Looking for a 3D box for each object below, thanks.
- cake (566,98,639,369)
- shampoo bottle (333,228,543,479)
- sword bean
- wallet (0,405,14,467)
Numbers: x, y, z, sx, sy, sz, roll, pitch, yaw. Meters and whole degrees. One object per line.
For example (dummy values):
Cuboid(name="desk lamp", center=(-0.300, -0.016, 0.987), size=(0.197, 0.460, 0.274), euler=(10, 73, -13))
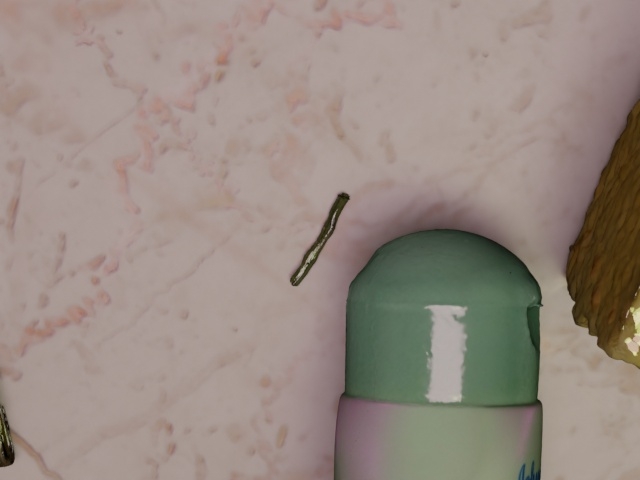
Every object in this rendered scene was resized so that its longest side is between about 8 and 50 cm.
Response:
Cuboid(name="cake", center=(0.345, 0.008, 0.935), size=(0.286, 0.222, 0.228), euler=(21, 102, -3))
Cuboid(name="shampoo bottle", center=(0.087, 0.166, 0.990), size=(0.151, 0.222, 0.350), euler=(1, 88, 21))
Cuboid(name="sword bean", center=(0.000, 0.000, 1.054), size=(0.012, 0.012, 0.083), euler=(29, 100, -3))
Cuboid(name="wallet", center=(-0.353, 0.147, 1.085), size=(0.198, 0.031, 0.110), euler=(-10, 100, 3))
